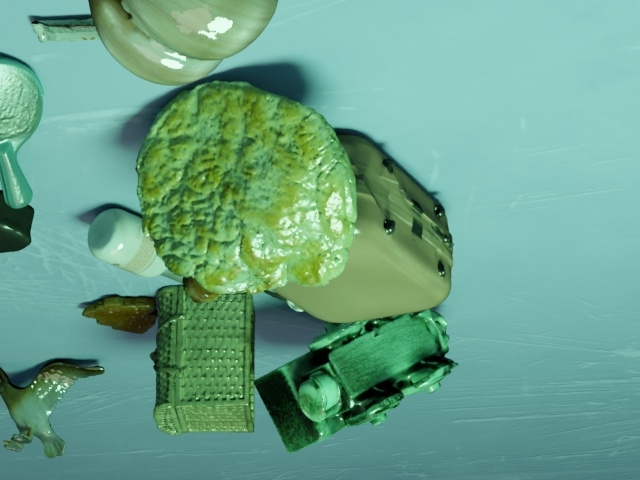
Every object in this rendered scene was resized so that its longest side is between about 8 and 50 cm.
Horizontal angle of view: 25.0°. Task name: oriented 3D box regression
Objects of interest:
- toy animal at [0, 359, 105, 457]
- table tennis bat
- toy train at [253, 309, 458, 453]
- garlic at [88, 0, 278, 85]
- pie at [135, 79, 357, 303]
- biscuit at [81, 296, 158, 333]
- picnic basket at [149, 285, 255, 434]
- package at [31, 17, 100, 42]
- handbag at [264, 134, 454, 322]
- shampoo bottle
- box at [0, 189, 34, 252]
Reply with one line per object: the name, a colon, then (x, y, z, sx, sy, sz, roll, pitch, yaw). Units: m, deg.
toy animal: (-0.499, 0.272, 2.441, 0.197, 0.160, 0.272, 23, 139, -39)
table tennis bat: (-0.356, -0.117, 1.594, 0.124, 0.033, 0.201, -23, 134, -15)
toy train: (0.055, 0.189, 2.146, 0.299, 0.167, 0.238, -23, 175, -41)
garlic: (-0.105, -0.235, 1.281, 0.191, 0.160, 0.214, 14, 155, -40)
pie: (-0.088, -0.056, 1.625, 0.274, 0.257, 0.105, -9, -163, 30)
biscuit: (-0.299, 0.114, 2.220, 0.119, 0.019, 0.130, -6, 155, 10)
picnic basket: (-0.176, 0.178, 2.152, 0.154, 0.196, 0.134, 0, 156, 0)
package: (-0.240, -0.218, 1.488, 0.110, 0.015, 0.037, -2, 157, 5)
handbag: (0.000, 0.000, 1.826, 0.283, 0.149, 0.302, -16, 154, 25)
shampoo bottle: (-0.223, 0.015, 1.940, 0.074, 0.074, 0.192, -19, 152, 35)
box: (-0.523, -0.054, 1.721, 0.290, 0.073, 0.289, -3, 159, 42)
